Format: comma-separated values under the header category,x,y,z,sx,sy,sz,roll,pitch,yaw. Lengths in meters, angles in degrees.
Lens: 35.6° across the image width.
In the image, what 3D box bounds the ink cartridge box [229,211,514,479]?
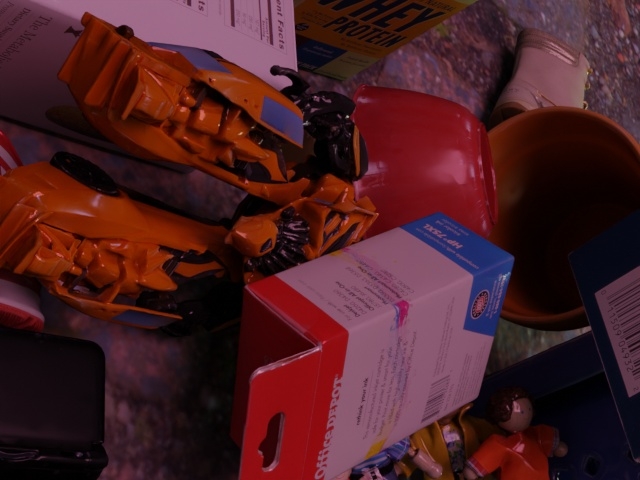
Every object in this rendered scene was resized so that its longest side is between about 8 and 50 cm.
category,x,y,z,sx,sy,sz,roll,pitch,yaw
ink cartridge box,0.018,0.080,0.677,0.231,0.078,0.134,-19,131,-37

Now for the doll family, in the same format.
category,x,y,z,sx,sy,sz,roll,pitch,yaw
doll family,0.066,0.189,0.781,0.263,0.118,0.163,-11,86,-28

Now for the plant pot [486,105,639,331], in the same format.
category,x,y,z,sx,sy,sz,roll,pitch,yaw
plant pot,0.249,-0.003,0.976,0.188,0.205,0.205,25,55,-54

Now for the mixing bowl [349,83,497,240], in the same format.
category,x,y,z,sx,sy,sz,roll,pitch,yaw
mixing bowl,0.095,-0.050,0.846,0.181,0.098,0.181,-7,90,-75

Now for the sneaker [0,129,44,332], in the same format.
category,x,y,z,sx,sy,sz,roll,pitch,yaw
sneaker,-0.257,-0.025,0.575,0.221,0.087,0.128,33,43,-45

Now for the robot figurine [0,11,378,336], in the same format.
category,x,y,z,sx,sy,sz,roll,pitch,yaw
robot figurine,-0.070,-0.019,0.636,0.085,0.211,0.291,43,13,34

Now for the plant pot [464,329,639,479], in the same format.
category,x,y,z,sx,sy,sz,roll,pitch,yaw
plant pot,0.275,0.189,0.885,0.236,0.236,0.212,-1,67,-44

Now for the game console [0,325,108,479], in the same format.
category,x,y,z,sx,sy,sz,roll,pitch,yaw
game console,-0.192,0.113,0.581,0.122,0.107,0.071,15,27,-39

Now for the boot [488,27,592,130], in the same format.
category,x,y,z,sx,sy,sz,roll,pitch,yaw
boot,0.286,-0.128,1.137,0.213,0.077,0.165,40,47,-21

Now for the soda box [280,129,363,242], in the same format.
category,x,y,z,sx,sy,sz,roll,pitch,yaw
soda box,0.000,0.000,0.816,0.061,0.058,0.181,19,60,-39

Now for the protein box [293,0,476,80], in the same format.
category,x,y,z,sx,sy,sz,roll,pitch,yaw
protein box,0.028,-0.279,0.858,0.136,0.201,0.200,8,68,-42

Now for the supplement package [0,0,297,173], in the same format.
category,x,y,z,sx,sy,sz,roll,pitch,yaw
supplement package,-0.149,-0.157,0.679,0.244,0.139,0.134,16,61,-39

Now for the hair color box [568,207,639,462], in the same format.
category,x,y,z,sx,sy,sz,roll,pitch,yaw
hair color box,0.362,0.098,0.781,0.347,0.105,0.174,18,49,-36
